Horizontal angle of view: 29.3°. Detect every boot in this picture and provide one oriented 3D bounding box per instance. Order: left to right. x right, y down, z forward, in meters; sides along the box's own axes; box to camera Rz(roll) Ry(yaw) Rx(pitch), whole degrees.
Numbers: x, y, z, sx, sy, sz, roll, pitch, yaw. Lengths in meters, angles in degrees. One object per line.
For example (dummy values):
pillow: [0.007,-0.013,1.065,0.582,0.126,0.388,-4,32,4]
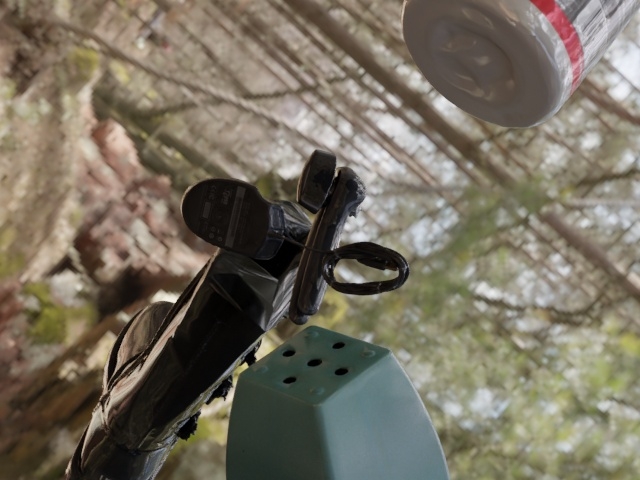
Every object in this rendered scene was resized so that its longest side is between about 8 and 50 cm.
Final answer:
boot: [-0.150,0.098,1.542,0.445,0.146,0.367,-56,-166,39]

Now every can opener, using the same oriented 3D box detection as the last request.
can opener: [0.000,0.000,1.221,0.059,0.073,0.186,118,-14,-64]

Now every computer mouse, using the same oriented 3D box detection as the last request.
computer mouse: [-0.025,-0.004,1.166,0.041,0.242,0.071,-17,126,-67]

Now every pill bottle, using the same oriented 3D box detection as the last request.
pill bottle: [0.233,-0.271,1.167,0.318,0.176,0.176,-49,-175,-23]

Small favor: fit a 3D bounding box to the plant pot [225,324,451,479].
plant pot: [0.011,0.213,1.151,0.165,0.234,0.166,14,-145,42]
